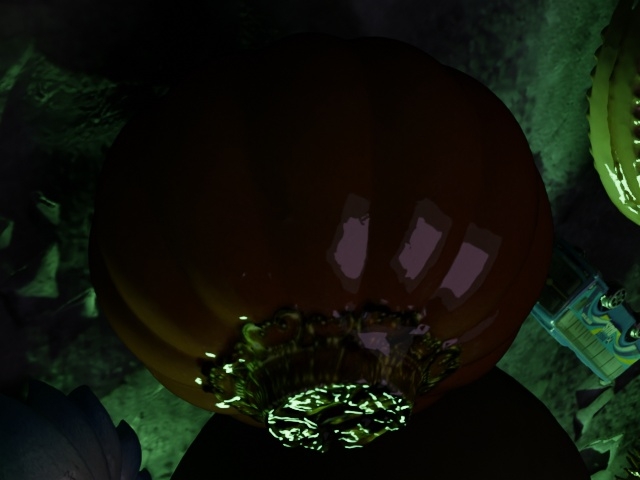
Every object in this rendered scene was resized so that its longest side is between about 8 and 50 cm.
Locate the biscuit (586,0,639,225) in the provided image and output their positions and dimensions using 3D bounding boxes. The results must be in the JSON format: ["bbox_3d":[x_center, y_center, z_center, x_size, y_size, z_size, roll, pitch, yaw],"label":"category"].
[{"bbox_3d":[0.274,-0.111,1.079,0.259,0.079,0.259,-18,122,-30],"label":"biscuit"}]

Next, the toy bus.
[{"bbox_3d":[0.192,0.052,1.193,0.061,0.051,0.153,-46,146,3],"label":"toy bus"}]

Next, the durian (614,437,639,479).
[{"bbox_3d":[0.405,0.271,1.424,0.347,0.347,0.384,-38,112,-18],"label":"durian"}]

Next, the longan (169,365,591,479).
[{"bbox_3d":[0.031,0.178,0.959,0.258,0.258,0.258,-29,141,-28],"label":"longan"}]

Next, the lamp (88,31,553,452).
[{"bbox_3d":[0.000,0.000,0.796,0.223,0.197,0.223,-3,146,-2],"label":"lamp"}]

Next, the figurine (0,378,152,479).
[{"bbox_3d":[-0.147,0.119,0.862,0.114,0.079,0.114,-3,100,-17],"label":"figurine"}]
